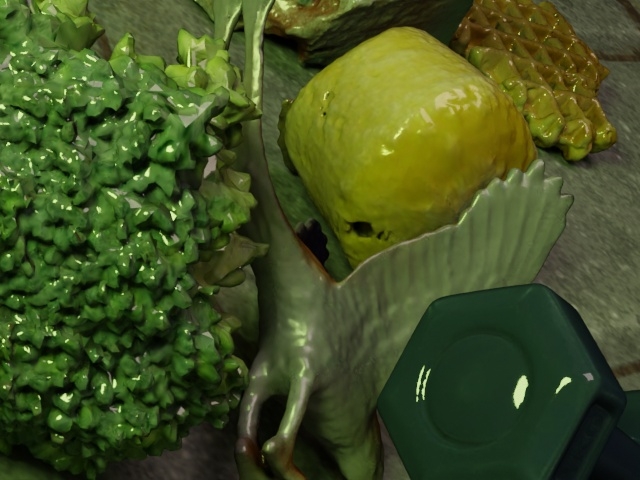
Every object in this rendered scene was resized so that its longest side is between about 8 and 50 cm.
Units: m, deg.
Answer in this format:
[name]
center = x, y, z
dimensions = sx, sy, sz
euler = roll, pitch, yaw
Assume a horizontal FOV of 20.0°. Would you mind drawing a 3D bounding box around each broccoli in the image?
[broccoli]
center = -0.191, -0.055, 1.069
dimensions = 0.338, 0.277, 0.317
euler = 21, 29, -32

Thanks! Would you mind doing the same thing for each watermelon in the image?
[watermelon]
center = 0.007, -0.276, 1.702
dimensions = 0.264, 0.151, 0.302
euler = 48, 31, 15

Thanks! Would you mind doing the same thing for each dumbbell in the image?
[dumbbell]
center = 0.176, 0.144, 1.242
dimensions = 0.316, 0.156, 0.144
euler = 33, 55, -52

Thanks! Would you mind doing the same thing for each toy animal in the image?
[toy animal]
center = -0.004, 0.021, 1.197
dimensions = 0.284, 0.225, 0.302
euler = 45, 51, -42

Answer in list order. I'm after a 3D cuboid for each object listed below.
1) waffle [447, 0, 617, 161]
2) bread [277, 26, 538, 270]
[waffle]
center = 0.226, -0.189, 1.917
dimensions = 0.249, 0.056, 0.253
euler = 45, 29, 10
[bread]
center = 0.073, -0.063, 1.468
dimensions = 0.197, 0.197, 0.170
euler = 5, 33, -44
